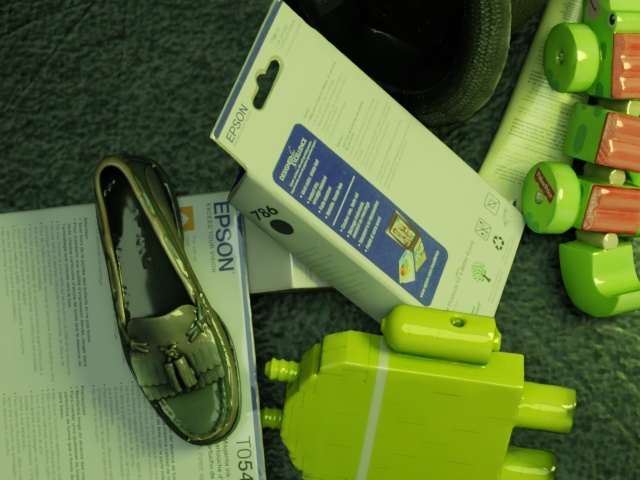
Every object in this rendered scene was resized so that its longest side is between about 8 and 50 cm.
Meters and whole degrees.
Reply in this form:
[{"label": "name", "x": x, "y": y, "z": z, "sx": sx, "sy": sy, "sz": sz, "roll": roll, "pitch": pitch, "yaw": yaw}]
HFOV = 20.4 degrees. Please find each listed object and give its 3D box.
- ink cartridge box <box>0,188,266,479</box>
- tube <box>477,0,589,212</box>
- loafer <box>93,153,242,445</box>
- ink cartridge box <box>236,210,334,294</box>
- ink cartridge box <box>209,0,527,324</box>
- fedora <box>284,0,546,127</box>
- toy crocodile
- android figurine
[{"label": "ink cartridge box", "x": -0.212, "y": 0.130, "z": 1.629, "sx": 0.330, "sy": 0.071, "sz": 0.324, "roll": -6, "pitch": 85, "yaw": 9}, {"label": "tube", "x": 0.216, "y": -0.142, "z": 1.669, "sx": 0.070, "sy": 0.062, "sz": 0.240, "roll": 17, "pitch": 90, "yaw": 37}, {"label": "loafer", "x": -0.145, "y": 0.052, "z": 1.545, "sx": 0.096, "sy": 0.084, "sz": 0.267, "roll": -21, "pitch": 82, "yaw": 8}, {"label": "ink cartridge box", "x": 0.000, "y": 0.000, "z": 1.620, "sx": 0.143, "sy": 0.090, "sz": 0.092, "roll": -2, "pitch": 86, "yaw": -39}, {"label": "ink cartridge box", "x": 0.034, "y": -0.046, "z": 1.554, "sx": 0.333, "sy": 0.065, "sz": 0.165, "roll": 41, "pitch": 55, "yaw": -26}, {"label": "fedora", "x": 0.093, "y": -0.271, "z": 1.600, "sx": 0.152, "sy": 0.334, "sz": 0.334, "roll": -25, "pitch": 85, "yaw": -31}, {"label": "toy crocodile", "x": 0.265, "y": -0.101, "z": 1.607, "sx": 0.115, "sy": 0.105, "sz": 0.340, "roll": 4, "pitch": 98, "yaw": -24}, {"label": "android figurine", "x": 0.081, "y": 0.158, "z": 1.575, "sx": 0.273, "sy": 0.248, "sz": 0.056, "roll": 8, "pitch": 41, "yaw": 1}]
